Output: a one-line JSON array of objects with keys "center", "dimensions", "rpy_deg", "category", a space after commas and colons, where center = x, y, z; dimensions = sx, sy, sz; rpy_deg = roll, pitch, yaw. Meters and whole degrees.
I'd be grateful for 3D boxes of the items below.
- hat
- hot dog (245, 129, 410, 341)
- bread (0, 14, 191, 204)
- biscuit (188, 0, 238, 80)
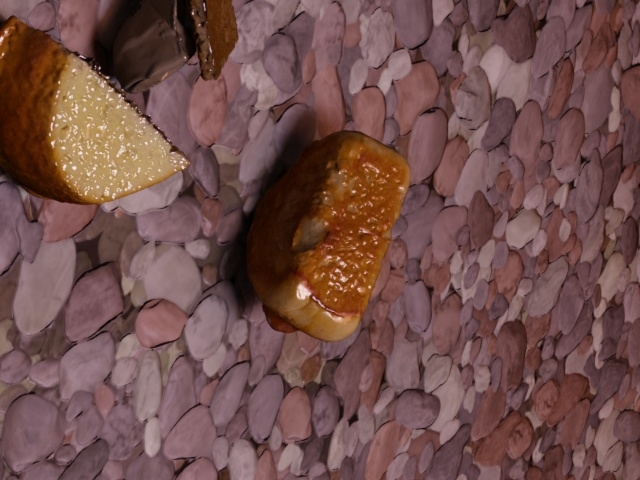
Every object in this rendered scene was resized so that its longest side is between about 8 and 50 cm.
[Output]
[{"center": [-0.183, -0.244, 1.937], "dimensions": [0.147, 0.085, 0.175], "rpy_deg": [-66, 147, -87], "category": "hat"}, {"center": [0.000, 0.000, 2.193], "dimensions": [0.150, 0.153, 0.257], "rpy_deg": [32, 64, -25], "category": "hot dog"}, {"center": [-0.252, -0.104, 1.836], "dimensions": [0.134, 0.129, 0.260], "rpy_deg": [-59, 142, -8], "category": "bread"}, {"center": [-0.123, -0.296, 1.979], "dimensions": [0.131, 0.025, 0.231], "rpy_deg": [-71, 158, -61], "category": "biscuit"}]
